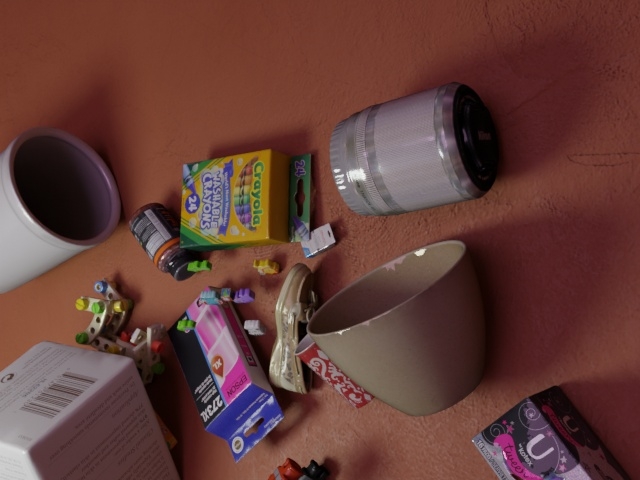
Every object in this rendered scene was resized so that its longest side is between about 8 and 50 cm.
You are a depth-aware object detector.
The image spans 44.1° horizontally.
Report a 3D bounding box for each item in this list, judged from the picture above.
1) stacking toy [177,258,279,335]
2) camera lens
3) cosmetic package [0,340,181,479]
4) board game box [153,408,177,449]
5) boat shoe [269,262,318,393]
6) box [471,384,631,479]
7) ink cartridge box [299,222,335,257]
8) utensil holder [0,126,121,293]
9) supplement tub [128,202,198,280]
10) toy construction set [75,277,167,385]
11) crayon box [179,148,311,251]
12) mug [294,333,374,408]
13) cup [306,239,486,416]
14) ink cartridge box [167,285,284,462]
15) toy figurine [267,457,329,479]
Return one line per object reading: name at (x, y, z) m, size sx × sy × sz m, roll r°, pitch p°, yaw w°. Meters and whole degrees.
stacking toy at (-0.209, 0.128, 1.780) m, size 0.221 × 0.052 × 0.166 m, roll -2°, pitch 61°, yaw 18°
camera lens at (0.184, -0.168, 1.504) m, size 0.274 × 0.219 × 0.219 m, roll -11°, pitch 82°, yaw 32°
cosmetic package at (-0.585, 0.496, 1.811) m, size 0.328 × 0.329 × 0.393 m, roll 4°, pitch 119°, yaw 32°
board game box at (-0.462, 0.406, 1.916) m, size 0.124 × 0.039 × 0.259 m, roll -25°, pitch 105°, yaw 41°
boat shoe at (-0.042, 0.190, 1.708) m, size 0.089 × 0.105 × 0.285 m, roll 14°, pitch 106°, yaw 25°
box at (0.411, 0.395, 1.362) m, size 0.142 × 0.163 × 0.247 m, roll -46°, pitch 65°, yaw 24°
ink cartridge box at (0.000, 0.000, 1.725) m, size 0.083 × 0.028 × 0.048 m, roll -27°, pitch 73°, yaw 29°
utensil holder at (-0.771, -0.063, 2.049) m, size 0.386 × 0.328 × 0.327 m, roll -26°, pitch 74°, yaw 30°
supplement tub at (-0.375, 0.007, 1.920) m, size 0.198 × 0.106 × 0.106 m, roll 49°, pitch 112°, yaw 24°
toy construction set at (-0.481, 0.240, 1.960) m, size 0.328 × 0.151 × 0.214 m, roll 22°, pitch 99°, yaw 43°
crayon box at (-0.176, -0.089, 1.794) m, size 0.323 × 0.083 × 0.203 m, roll -6°, pitch 79°, yaw 34°
mug at (0.052, 0.242, 1.620) m, size 0.169 × 0.150 × 0.113 m, roll 47°, pitch 124°, yaw -6°
cup at (0.173, 0.182, 1.466) m, size 0.331 × 0.331 × 0.236 m, roll -24°, pitch 100°, yaw 29°
ink cartridge box at (-0.222, 0.296, 1.789) m, size 0.175 × 0.069 × 0.370 m, roll -47°, pitch 54°, yaw 22°
toy figurine at (-0.025, 0.560, 1.603) m, size 0.213 × 0.209 × 0.148 m, roll 39°, pitch 91°, yaw 24°
